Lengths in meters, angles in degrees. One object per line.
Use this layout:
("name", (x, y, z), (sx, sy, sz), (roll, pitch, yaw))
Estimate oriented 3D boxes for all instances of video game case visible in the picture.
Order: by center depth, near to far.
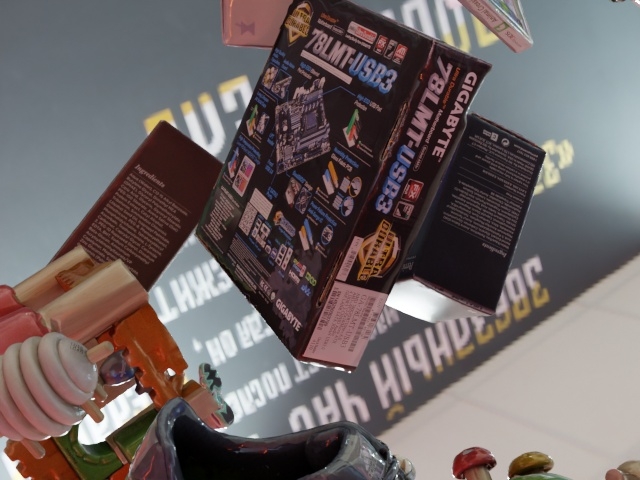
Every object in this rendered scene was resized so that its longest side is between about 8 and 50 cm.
("video game case", (0.122, -0.296, 0.920), (0.023, 0.212, 0.193), (-24, 156, 27))

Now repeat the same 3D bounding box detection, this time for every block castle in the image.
("block castle", (-0.227, 0.240, 1.137), (0.213, 0.453, 0.303), (-35, -163, -17))

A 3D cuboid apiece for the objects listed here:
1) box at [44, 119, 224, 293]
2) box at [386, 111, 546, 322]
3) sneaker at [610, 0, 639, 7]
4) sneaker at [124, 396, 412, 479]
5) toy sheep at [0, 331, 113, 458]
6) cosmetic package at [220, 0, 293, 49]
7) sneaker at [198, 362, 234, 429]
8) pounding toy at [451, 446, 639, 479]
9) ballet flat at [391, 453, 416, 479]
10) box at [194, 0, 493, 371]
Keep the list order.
("box", (-0.293, 0.029, 1.443), (0.381, 0.143, 0.191), (-57, -174, -13))
("box", (0.151, -0.020, 1.160), (0.153, 0.108, 0.207), (-24, -137, 68))
("sneaker", (0.172, -0.196, 0.408), (0.121, 0.217, 0.079), (21, -177, -16))
("sneaker", (0.031, 0.162, 0.500), (0.300, 0.121, 0.111), (10, -154, 6))
("toy sheep", (-0.220, 0.118, 0.804), (0.132, 0.091, 0.091), (-33, -160, 2))
("cosmetic package", (-0.042, -0.342, 1.202), (0.129, 0.153, 0.296), (4, -151, -1))
("sneaker", (-0.170, 0.229, 1.443), (0.069, 0.098, 0.038), (-25, 170, 30))
("pounding toy", (0.235, 0.268, 1.108), (0.237, 0.183, 0.110), (-31, -124, 23))
("ballet flat", (0.135, 0.437, 1.887), (0.070, 0.070, 0.188), (-7, -170, 28))
("box", (0.003, -0.075, 0.948), (0.073, 0.293, 0.295), (17, -166, -31))
